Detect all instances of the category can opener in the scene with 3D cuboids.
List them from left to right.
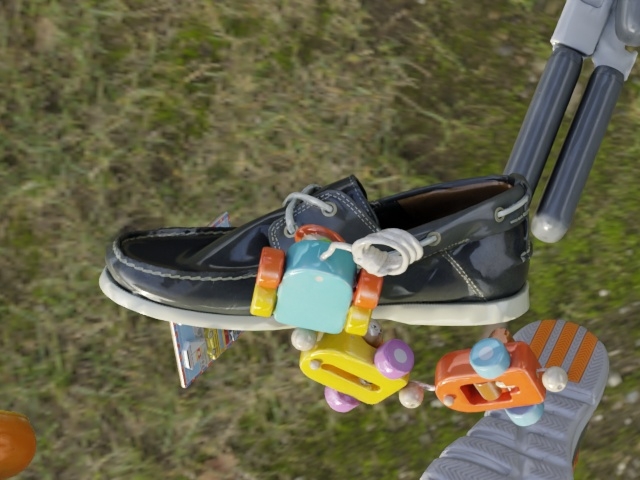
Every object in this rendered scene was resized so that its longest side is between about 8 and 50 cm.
[{"bbox_3d":[0.226,-0.140,1.282,0.076,0.095,0.283,23,70,2],"label":"can opener"}]

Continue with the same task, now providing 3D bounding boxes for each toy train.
[{"bbox_3d":[0.041,0.035,0.733,0.125,0.166,0.046,-14,48,29],"label":"toy train"}]

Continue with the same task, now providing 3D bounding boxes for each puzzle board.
[{"bbox_3d":[-0.098,0.052,1.311,0.011,0.096,0.128,13,128,29],"label":"puzzle board"}]

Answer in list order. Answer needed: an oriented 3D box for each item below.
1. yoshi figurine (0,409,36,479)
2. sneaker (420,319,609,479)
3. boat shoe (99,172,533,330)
[{"bbox_3d":[-0.248,0.300,0.989,0.203,0.203,0.362,-1,70,-5],"label":"yoshi figurine"},{"bbox_3d":[0.166,0.233,1.321,0.124,0.321,0.180,23,139,21],"label":"sneaker"},{"bbox_3d":[0.000,0.000,0.797,0.233,0.084,0.079,-2,115,-12],"label":"boat shoe"}]
